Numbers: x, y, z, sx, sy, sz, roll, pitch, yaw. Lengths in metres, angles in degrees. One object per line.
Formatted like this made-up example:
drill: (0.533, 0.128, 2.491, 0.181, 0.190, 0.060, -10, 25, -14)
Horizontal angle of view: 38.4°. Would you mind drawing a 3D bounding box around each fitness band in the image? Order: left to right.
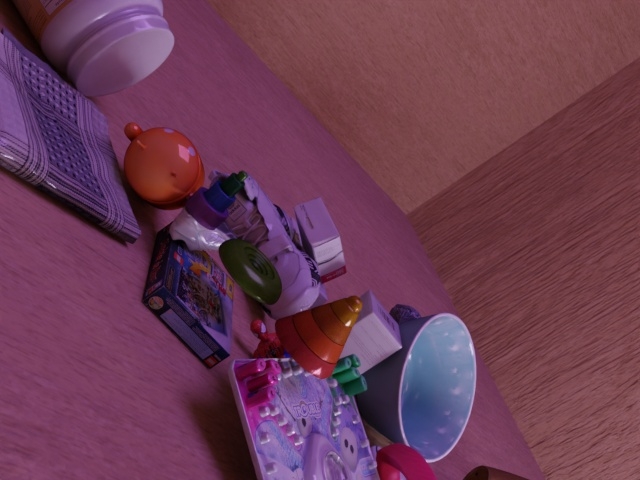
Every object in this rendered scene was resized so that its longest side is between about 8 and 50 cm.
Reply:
fitness band: (0.166, 0.461, 1.595, 0.291, 0.054, 0.209, 156, -82, -77)

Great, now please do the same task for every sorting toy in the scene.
sorting toy: (-0.059, 0.035, 1.427, 0.365, 0.126, 0.127, 52, 16, 14)

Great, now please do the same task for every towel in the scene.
towel: (-0.404, -0.176, 1.405, 0.312, 0.056, 0.324, 39, 20, -50)

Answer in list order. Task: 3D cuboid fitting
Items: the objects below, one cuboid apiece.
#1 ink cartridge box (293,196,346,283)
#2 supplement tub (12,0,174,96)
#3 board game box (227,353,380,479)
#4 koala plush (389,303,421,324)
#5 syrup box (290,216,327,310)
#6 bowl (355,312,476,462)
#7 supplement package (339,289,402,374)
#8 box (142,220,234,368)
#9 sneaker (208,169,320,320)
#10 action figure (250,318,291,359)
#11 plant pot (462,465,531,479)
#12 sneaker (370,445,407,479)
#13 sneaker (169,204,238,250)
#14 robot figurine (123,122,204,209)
ink cartridge box: (0.000, 0.000, 1.869, 0.150, 0.063, 0.109, 79, -13, -58)
supplement tub: (-0.417, -0.435, 1.608, 0.316, 0.228, 0.228, 57, 13, 8)
board game box: (0.025, 0.359, 1.395, 0.390, 0.050, 0.390, 13, 57, -64)
koala plush: (0.155, 0.253, 2.176, 0.196, 0.203, 0.221, 49, -7, -23)
syrup box: (-0.060, 0.059, 1.972, 0.096, 0.093, 0.237, 48, 15, -29)
bowl: (0.186, 0.300, 1.952, 0.311, 0.163, 0.312, -7, 98, -52)
supplement package: (0.061, 0.204, 1.856, 0.105, 0.179, 0.105, 51, 14, -19)
box: (-0.209, 0.081, 1.491, 0.159, 0.044, 0.233, 49, 14, -23)
sneaker: (-0.130, -0.001, 1.795, 0.210, 0.137, 0.366, 46, 11, -34)
action figure: (-0.039, 0.256, 1.562, 0.280, 0.091, 0.139, 55, 4, -1)
plant pot: (0.447, 0.641, 2.134, 0.254, 0.237, 0.237, 39, 16, -11)
sneaker: (0.185, 0.496, 1.782, 0.258, 0.091, 0.094, 55, 13, -4)
sneaker: (-0.191, -0.008, 1.529, 0.152, 0.061, 0.054, 32, 20, -45)
robot figurine: (-0.260, -0.118, 1.547, 0.219, 0.128, 0.158, 114, -28, -84)
